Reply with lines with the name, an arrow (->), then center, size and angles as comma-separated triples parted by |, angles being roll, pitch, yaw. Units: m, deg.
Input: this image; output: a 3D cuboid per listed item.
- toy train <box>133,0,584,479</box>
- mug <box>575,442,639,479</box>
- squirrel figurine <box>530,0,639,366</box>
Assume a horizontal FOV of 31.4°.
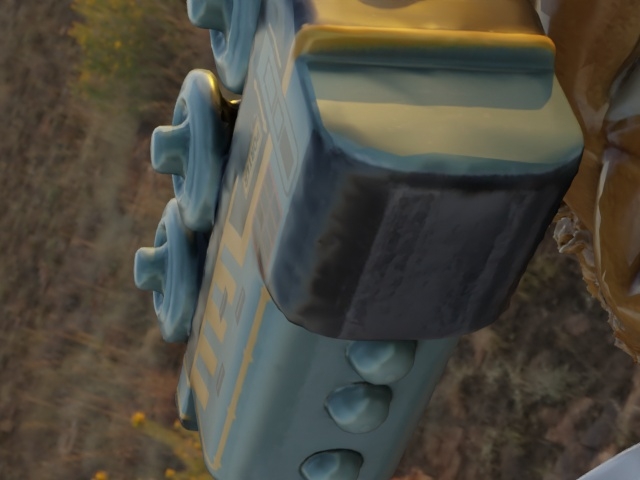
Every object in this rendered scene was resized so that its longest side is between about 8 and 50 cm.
toy train -> 0.000, 0.000, 0.512 | 0.334, 0.142, 0.190 | 110, 155, -45
mug -> 0.286, 0.282, 0.542 | 0.328, 0.374, 0.276 | -123, 37, -45
squirrel figurine -> 0.178, -0.091, 0.659 | 0.281, 0.397, 0.370 | -40, 61, -12
